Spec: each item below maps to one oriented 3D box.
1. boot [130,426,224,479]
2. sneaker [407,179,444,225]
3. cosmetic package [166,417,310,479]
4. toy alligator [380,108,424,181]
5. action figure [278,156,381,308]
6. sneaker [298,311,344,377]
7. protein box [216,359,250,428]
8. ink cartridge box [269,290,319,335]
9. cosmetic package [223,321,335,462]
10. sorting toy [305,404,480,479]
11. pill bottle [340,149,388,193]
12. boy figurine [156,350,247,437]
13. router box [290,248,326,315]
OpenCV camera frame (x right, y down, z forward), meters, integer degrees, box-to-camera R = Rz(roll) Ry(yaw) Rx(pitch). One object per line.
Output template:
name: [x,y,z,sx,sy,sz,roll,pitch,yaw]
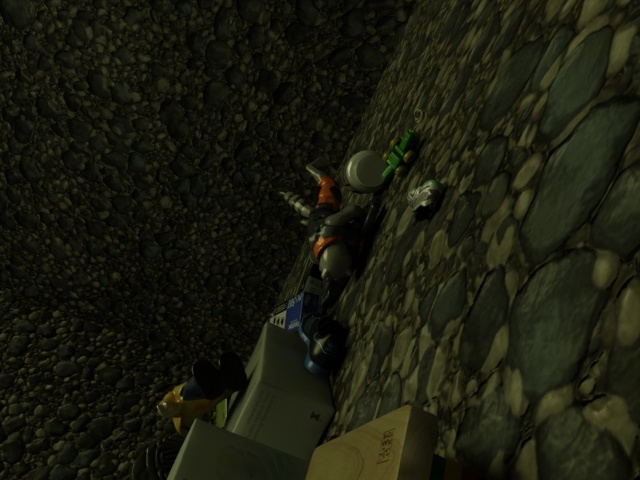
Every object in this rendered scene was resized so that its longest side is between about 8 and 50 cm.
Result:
boot: [-0.315,0.624,1.318,0.146,0.367,0.445,58,134,33]
sneaker: [0.157,-0.051,0.860,0.098,0.038,0.069,129,164,-72]
cosmetic package: [-0.118,0.397,0.748,0.224,0.225,0.138,-92,26,-76]
toy alligator: [0.184,-0.197,1.135,0.051,0.056,0.189,-18,-31,-39]
action figure: [0.000,0.000,1.316,0.330,0.178,0.341,-112,37,-54]
sneaker: [0.009,0.192,1.135,0.090,0.081,0.232,-63,13,13]
protein box: [-0.219,0.471,1.555,0.200,0.136,0.201,121,148,-56]
ink cartridge box: [-0.073,0.202,1.378,0.207,0.046,0.097,-35,44,56]
cosmetic package: [-0.094,0.335,1.114,0.385,0.156,0.217,-123,58,-84]
sorting toy: [0.034,0.292,0.429,0.257,0.089,0.255,122,168,-58]
pill bottle: [0.114,-0.173,1.374,0.193,0.108,0.108,-132,65,-83]
boy figurine: [-0.252,0.326,1.107,0.092,0.177,0.285,61,139,23]
router box: [-0.016,0.115,1.607,0.243,0.081,0.309,123,168,-59]
